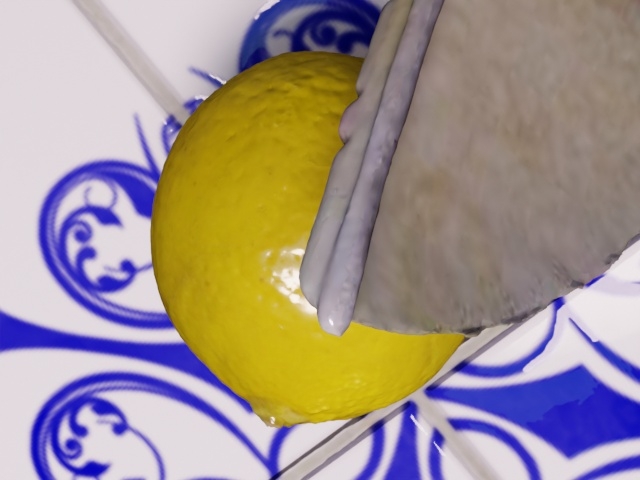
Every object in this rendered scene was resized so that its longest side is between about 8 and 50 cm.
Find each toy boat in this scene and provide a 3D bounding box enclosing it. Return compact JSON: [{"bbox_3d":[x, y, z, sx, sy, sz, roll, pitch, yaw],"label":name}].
[{"bbox_3d":[0.101,-0.098,0.920,0.111,0.276,0.294,10,92,48],"label":"toy boat"}]

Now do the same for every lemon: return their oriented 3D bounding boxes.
[{"bbox_3d":[0.000,0.000,0.989,0.178,0.178,0.203,15,72,6],"label":"lemon"}]
